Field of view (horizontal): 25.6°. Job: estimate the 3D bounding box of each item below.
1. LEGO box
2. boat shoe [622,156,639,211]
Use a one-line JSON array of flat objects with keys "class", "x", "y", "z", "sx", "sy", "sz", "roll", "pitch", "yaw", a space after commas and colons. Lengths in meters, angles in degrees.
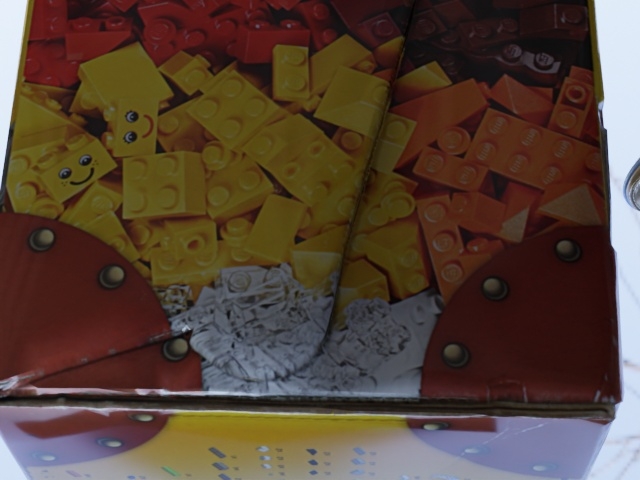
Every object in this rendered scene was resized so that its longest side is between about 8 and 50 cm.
[{"class": "LEGO box", "x": 0.000, "y": 0.000, "z": 0.695, "sx": 0.193, "sy": 0.500, "sz": 0.372, "roll": 1, "pitch": -119, "yaw": 1}, {"class": "boat shoe", "x": 0.362, "y": -0.077, "z": 1.311, "sx": 0.183, "sy": 0.066, "sz": 0.066, "roll": -35, "pitch": -164, "yaw": 24}]
